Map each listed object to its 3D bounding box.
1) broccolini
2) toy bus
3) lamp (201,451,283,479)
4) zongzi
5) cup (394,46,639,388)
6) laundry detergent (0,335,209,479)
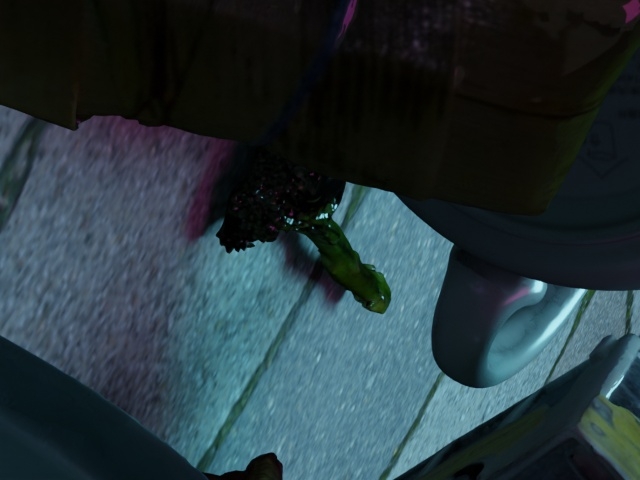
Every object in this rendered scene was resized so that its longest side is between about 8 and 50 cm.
[{"bbox_3d":[-0.002,-0.008,0.966,0.254,0.071,0.057,57,17,-76],"label":"broccolini"},{"bbox_3d":[0.051,0.167,0.951,0.342,0.097,0.138,-39,-177,40],"label":"toy bus"},{"bbox_3d":[-0.066,0.192,0.822,0.215,0.151,0.223,-56,162,-17],"label":"lamp"},{"bbox_3d":[-0.065,-0.133,0.538,0.251,0.274,0.125,-103,-152,-46],"label":"zongzi"},{"bbox_3d":[0.131,-0.081,0.889,0.274,0.259,0.356,-32,147,-58],"label":"cup"},{"bbox_3d":[-0.167,0.172,0.284,0.287,0.287,0.305,-23,134,-65],"label":"laundry detergent"}]
